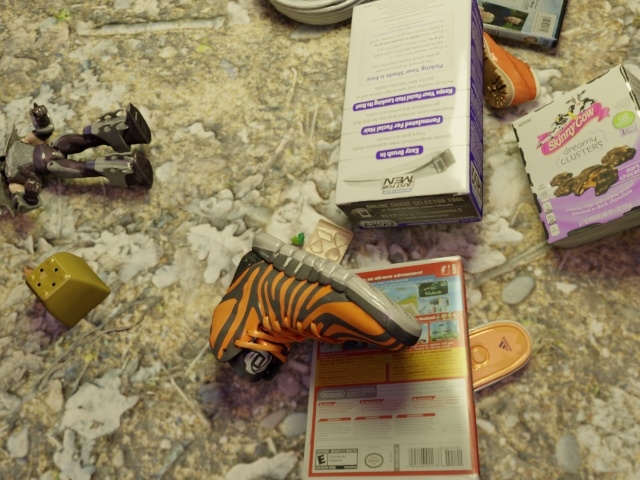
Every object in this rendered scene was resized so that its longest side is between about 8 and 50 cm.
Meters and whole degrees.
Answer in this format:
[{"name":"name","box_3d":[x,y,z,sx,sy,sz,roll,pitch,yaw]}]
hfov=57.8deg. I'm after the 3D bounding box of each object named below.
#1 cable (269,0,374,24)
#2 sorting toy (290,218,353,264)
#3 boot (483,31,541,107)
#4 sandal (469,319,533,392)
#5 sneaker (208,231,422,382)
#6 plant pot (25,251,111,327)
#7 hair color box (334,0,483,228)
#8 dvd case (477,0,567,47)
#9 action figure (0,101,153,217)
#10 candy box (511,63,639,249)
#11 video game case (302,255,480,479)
[{"name":"cable","box_3d":[0.003,-0.496,0.972,0.257,0.089,0.257,-37,81,6]},{"name":"sorting toy","box_3d":[0.000,0.000,0.863,0.083,0.012,0.062,24,79,9]},{"name":"boot","box_3d":[0.285,-0.274,0.917,0.085,0.059,0.157,-10,62,-19]},{"name":"sandal","box_3d":[0.157,0.169,0.754,0.265,0.076,0.101,-27,70,-4]},{"name":"sneaker","box_3d":[-0.023,0.113,0.730,0.321,0.125,0.180,20,77,53]},{"name":"plant pot","box_3d":[-0.373,0.065,0.838,0.081,0.083,0.081,-44,73,-10]},{"name":"hair color box","box_3d":[0.136,-0.193,0.845,0.185,0.110,0.338,-3,68,25]},{"name":"dvd case","box_3d":[0.283,-0.419,0.971,0.253,0.022,0.180,16,66,11]},{"name":"action figure","box_3d":[-0.410,-0.133,0.906,0.285,0.099,0.185,-7,75,6]},{"name":"candy box","box_3d":[0.371,-0.108,0.789,0.165,0.070,0.196,-28,62,41]},{"name":"video game case","box_3d":[0.085,0.157,0.729,0.204,0.025,0.285,-9,55,19]}]
